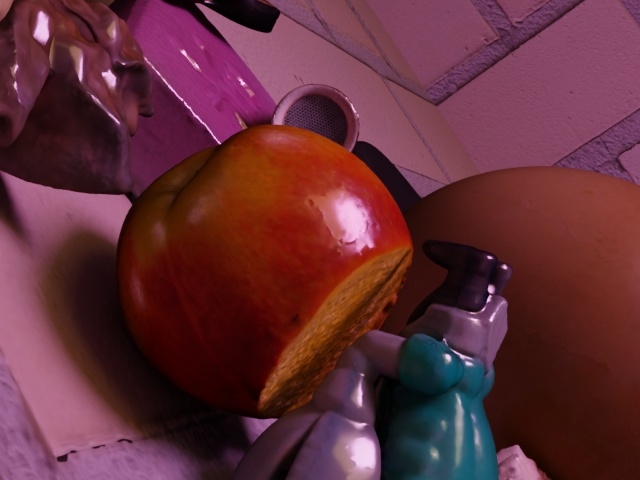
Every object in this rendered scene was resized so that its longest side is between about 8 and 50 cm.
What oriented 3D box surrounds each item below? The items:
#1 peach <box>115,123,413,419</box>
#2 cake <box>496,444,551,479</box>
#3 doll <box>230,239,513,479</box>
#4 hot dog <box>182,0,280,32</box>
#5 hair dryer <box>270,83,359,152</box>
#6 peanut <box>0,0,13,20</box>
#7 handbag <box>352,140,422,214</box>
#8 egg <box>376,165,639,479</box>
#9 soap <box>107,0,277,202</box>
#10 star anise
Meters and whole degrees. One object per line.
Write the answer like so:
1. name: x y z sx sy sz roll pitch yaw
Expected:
1. peach: -0.029 0.028 0.750 0.192 0.190 0.190 49 16 -19
2. cake: 0.140 0.253 0.875 0.147 0.135 0.134 48 19 -27
3. doll: 0.045 0.137 0.757 0.258 0.153 0.195 -61 146 -27
4. hot dog: -0.161 -0.299 0.998 0.326 0.107 0.194 11 30 -51
5. hair dryer: 0.000 0.000 1.004 0.128 0.070 0.255 -79 167 -85
6. peanut: -0.259 -0.167 0.487 0.290 0.130 0.130 27 23 -16
7. handbag: 0.094 0.030 1.316 0.308 0.093 0.254 52 13 -11
8. egg: 0.202 0.085 1.038 0.374 0.301 0.301 27 -1 32
9. soap: -0.113 -0.111 0.986 0.181 0.081 0.259 50 15 -19
10. star anise: -0.215 -0.151 0.702 0.315 0.108 0.315 52 14 -19
